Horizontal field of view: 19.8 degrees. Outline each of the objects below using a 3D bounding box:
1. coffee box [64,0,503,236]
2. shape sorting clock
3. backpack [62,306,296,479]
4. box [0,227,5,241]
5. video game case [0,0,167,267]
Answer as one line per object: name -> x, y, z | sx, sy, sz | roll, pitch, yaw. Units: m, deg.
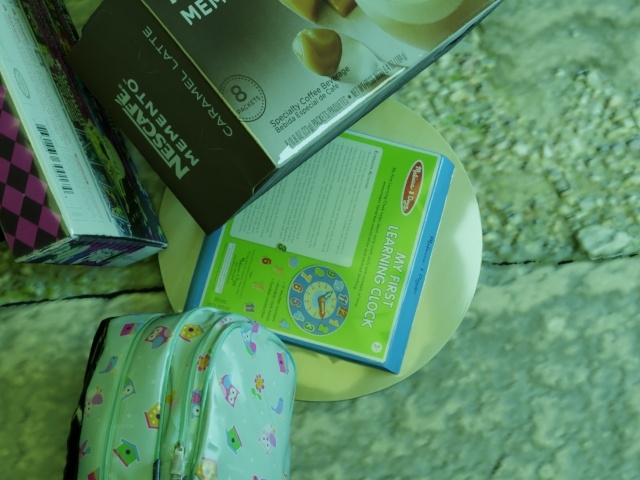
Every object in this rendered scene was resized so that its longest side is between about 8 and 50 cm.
coffee box -> -0.012, -0.134, 1.099 | 0.141, 0.098, 0.246 | 51, 53, 1
shape sorting clock -> 0.000, 0.000, 1.158 | 0.206, 0.040, 0.206 | 0, 77, 1
backpack -> -0.082, 0.130, 1.071 | 0.115, 0.152, 0.182 | -2, 68, 21
box -> -0.251, -0.064, 1.063 | 0.093, 0.156, 0.158 | -24, 88, -11
video game case -> -0.171, -0.096, 1.052 | 0.042, 0.210, 0.232 | -25, 86, 8
